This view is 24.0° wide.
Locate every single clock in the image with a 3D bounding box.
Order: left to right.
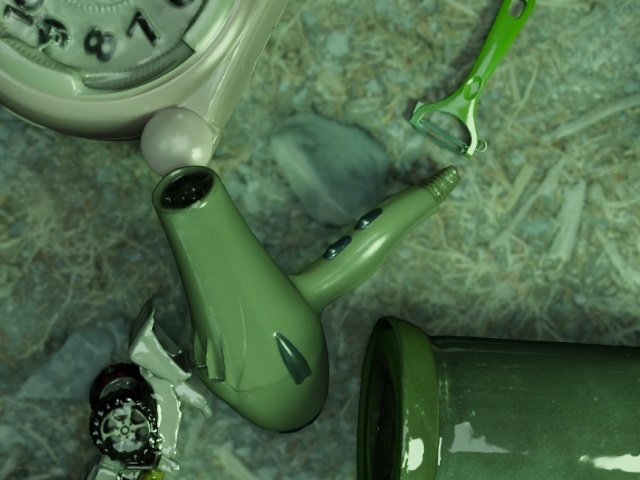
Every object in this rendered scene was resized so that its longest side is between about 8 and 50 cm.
[{"bbox_3d":[-0.188,-0.240,1.280,0.326,0.184,0.342,26,86,-3],"label":"clock"}]

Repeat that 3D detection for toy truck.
[{"bbox_3d":[-0.168,0.197,1.330,0.111,0.136,0.285,21,95,-9],"label":"toy truck"}]

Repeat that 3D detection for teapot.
[{"bbox_3d":[0.208,0.201,1.357,0.337,0.200,0.270,4,120,-8],"label":"teapot"}]

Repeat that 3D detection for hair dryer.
[{"bbox_3d":[-0.029,0.001,1.290,0.298,0.119,0.296,-56,141,-4],"label":"hair dryer"}]

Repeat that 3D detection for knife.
[{"bbox_3d":[0.154,-0.160,1.399,0.078,0.022,0.166,30,91,-13],"label":"knife"}]
